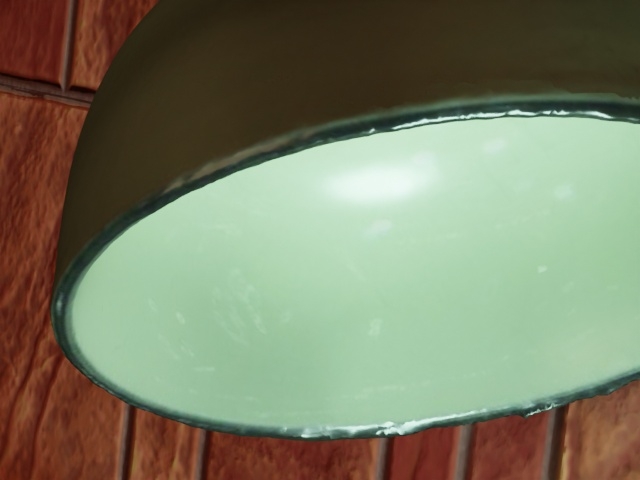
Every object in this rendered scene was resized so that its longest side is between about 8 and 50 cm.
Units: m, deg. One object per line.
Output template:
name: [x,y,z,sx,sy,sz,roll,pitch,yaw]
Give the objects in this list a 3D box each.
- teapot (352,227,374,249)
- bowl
teapot: [0.000,0.000,1.142,0.159,0.159,0.232,-34,63,47]
bowl: [0.043,-0.052,0.940,0.354,0.353,0.185,-37,51,46]
